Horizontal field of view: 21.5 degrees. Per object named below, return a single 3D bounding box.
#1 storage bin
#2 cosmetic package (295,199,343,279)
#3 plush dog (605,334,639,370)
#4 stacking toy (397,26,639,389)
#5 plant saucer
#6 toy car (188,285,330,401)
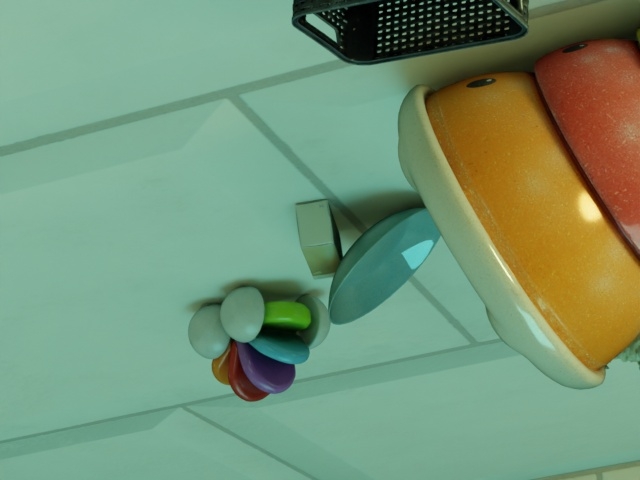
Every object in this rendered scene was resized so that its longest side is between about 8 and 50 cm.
[{"bbox_3d":[0.077,-0.218,1.423,0.180,0.084,0.122,-8,161,30],"label":"storage bin"},{"bbox_3d":[0.000,0.000,2.031,0.041,0.060,0.115,-9,157,5],"label":"cosmetic package"},{"bbox_3d":[0.344,0.050,2.031,0.210,0.262,0.225,3,170,30],"label":"plush dog"},{"bbox_3d":[0.347,-0.107,1.644,0.480,0.351,0.350,-32,152,13],"label":"stacking toy"},{"bbox_3d":[0.071,0.021,2.052,0.195,0.037,0.195,-37,158,-18],"label":"plant saucer"},{"bbox_3d":[-0.080,0.146,2.273,0.159,0.136,0.182,11,153,-38],"label":"toy car"}]
